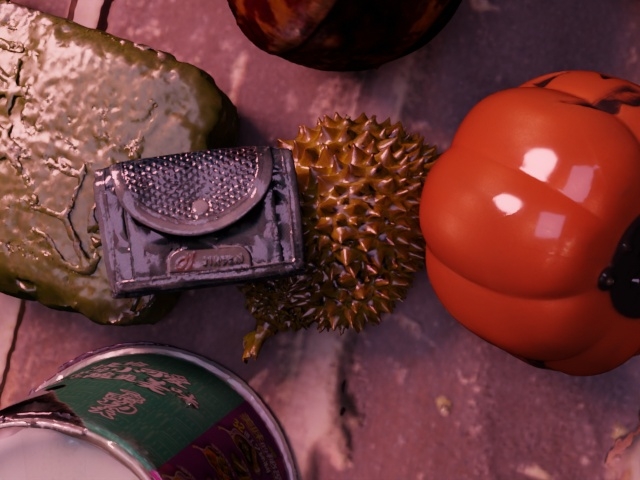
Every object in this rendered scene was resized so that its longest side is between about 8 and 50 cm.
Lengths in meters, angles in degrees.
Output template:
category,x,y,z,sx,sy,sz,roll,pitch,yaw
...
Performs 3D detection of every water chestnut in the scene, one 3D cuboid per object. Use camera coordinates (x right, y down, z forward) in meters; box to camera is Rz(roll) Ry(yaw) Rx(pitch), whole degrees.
category,x,y,z,sx,sy,sz,roll,pitch,yaw
water chestnut,0.001,-0.229,0.560,0.238,0.223,0.224,6,87,-24

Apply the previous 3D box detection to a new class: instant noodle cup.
category,x,y,z,sx,sy,sz,roll,pitch,yaw
instant noodle cup,-0.149,0.196,0.568,0.251,0.190,0.251,0,86,8

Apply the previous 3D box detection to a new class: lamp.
category,x,y,z,sx,sy,sz,roll,pitch,yaw
lamp,0.151,-0.014,0.553,0.187,0.164,0.188,-12,116,-25

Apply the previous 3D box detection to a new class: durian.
category,x,y,z,sx,sy,sz,roll,pitch,yaw
durian,0.000,0.000,0.610,0.146,0.102,0.208,39,96,3

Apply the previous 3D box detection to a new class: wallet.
category,x,y,z,sx,sy,sz,roll,pitch,yaw
wallet,-0.076,-0.013,0.554,0.129,0.026,0.089,-7,89,-3

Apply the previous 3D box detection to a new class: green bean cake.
category,x,y,z,sx,sy,sz,roll,pitch,yaw
green bean cake,-0.179,-0.049,0.628,0.214,0.113,0.201,20,91,7
